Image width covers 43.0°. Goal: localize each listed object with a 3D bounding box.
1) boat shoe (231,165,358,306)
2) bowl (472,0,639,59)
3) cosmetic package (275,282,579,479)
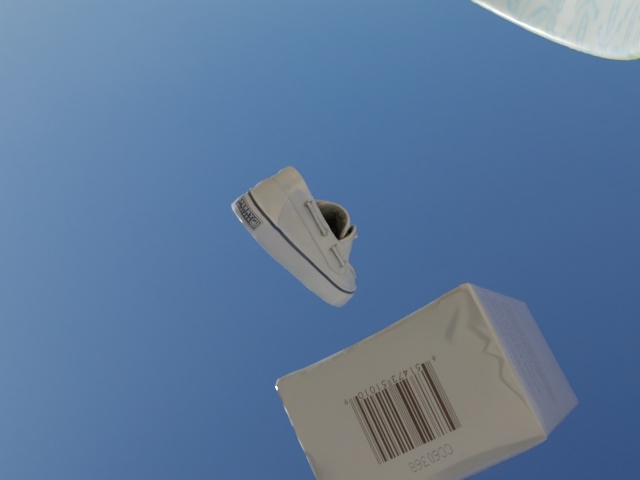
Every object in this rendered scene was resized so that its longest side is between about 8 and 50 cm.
[{"bbox_3d":[0.000,0.000,0.875,0.084,0.258,0.095,-40,-115,4],"label":"boat shoe"},{"bbox_3d":[0.066,-0.223,0.346,0.289,0.156,0.289,34,-171,-6],"label":"bowl"},{"bbox_3d":[0.140,0.168,0.882,0.217,0.156,0.385,-29,165,14],"label":"cosmetic package"}]
